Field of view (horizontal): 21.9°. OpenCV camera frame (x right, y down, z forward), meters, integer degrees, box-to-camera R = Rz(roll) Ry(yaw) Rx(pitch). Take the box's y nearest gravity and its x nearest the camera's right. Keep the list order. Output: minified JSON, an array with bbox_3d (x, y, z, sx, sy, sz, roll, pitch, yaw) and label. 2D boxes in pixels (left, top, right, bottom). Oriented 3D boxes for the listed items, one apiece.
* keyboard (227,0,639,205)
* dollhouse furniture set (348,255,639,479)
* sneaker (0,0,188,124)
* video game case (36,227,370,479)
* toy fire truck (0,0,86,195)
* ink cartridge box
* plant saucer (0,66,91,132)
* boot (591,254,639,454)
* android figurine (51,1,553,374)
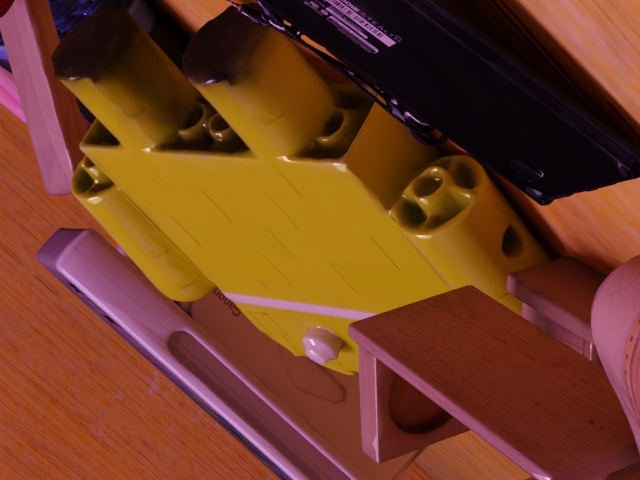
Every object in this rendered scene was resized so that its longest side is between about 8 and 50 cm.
[{"bbox_3d":[0.012,-0.080,0.498,0.192,0.038,0.100,36,166,-13],"label":"keyboard"},{"bbox_3d":[0.107,0.102,0.634,0.123,0.144,0.151,34,134,52],"label":"dollhouse furniture set"},{"bbox_3d":[-0.136,-0.105,0.997,0.090,0.081,0.232,53,169,-25],"label":"sneaker"},{"bbox_3d":[-0.066,0.101,1.114,0.300,0.036,0.329,43,172,-9],"label":"video game case"},{"bbox_3d":[-0.174,-0.137,0.799,0.246,0.158,0.217,32,178,-26],"label":"toy fire truck"},{"bbox_3d":[-0.025,0.053,1.232,0.207,0.117,0.283,44,173,-16],"label":"ink cartridge box"},{"bbox_3d":[-0.287,-0.205,1.245,0.332,0.084,0.332,41,174,5],"label":"plant saucer"},{"bbox_3d":[0.187,0.118,0.482,0.207,0.090,0.248,38,169,51],"label":"boot"},{"bbox_3d":[0.000,0.000,0.752,0.248,0.056,0.273,7,148,41],"label":"android figurine"}]
